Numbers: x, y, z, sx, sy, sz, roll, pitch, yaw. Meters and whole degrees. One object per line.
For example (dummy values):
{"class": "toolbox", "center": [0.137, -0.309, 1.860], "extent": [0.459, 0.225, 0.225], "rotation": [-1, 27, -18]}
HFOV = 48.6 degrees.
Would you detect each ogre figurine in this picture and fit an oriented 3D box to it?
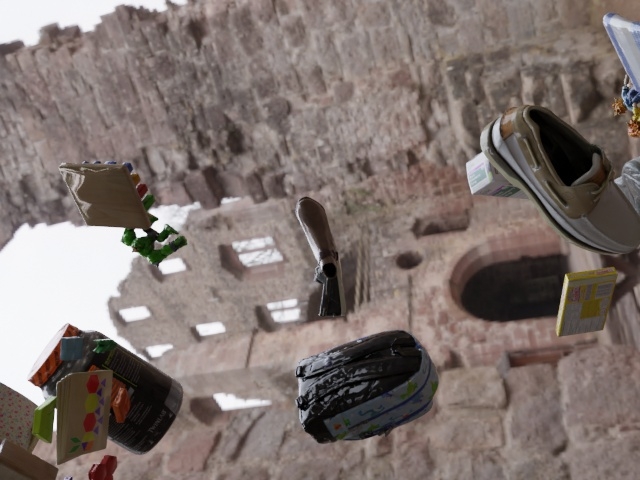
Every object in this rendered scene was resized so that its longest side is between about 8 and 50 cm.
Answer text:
{"class": "ogre figurine", "center": [-0.478, -0.007, 1.988], "extent": [0.118, 0.197, 0.097], "rotation": [-58, 7, 2]}

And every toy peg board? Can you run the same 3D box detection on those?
{"class": "toy peg board", "center": [-0.444, -0.113, 1.516], "extent": [0.079, 0.161, 0.161], "rotation": [-66, -28, -45]}

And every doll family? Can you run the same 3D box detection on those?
{"class": "doll family", "center": [0.901, -0.384, 1.986], "extent": [0.163, 0.118, 0.263], "rotation": [124, 132, -64]}

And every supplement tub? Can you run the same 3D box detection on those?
{"class": "supplement tub", "center": [-0.524, 0.359, 1.735], "extent": [0.338, 0.207, 0.207], "rotation": [39, -148, -19]}

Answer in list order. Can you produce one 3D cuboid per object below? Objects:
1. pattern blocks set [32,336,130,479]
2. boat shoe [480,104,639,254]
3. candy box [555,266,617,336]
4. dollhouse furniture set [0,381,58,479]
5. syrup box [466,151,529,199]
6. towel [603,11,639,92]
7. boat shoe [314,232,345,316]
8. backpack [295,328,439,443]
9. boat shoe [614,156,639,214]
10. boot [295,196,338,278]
{"class": "pattern blocks set", "center": [-0.488, 0.360, 1.460], "extent": [0.285, 0.026, 0.325], "rotation": [38, -124, -65]}
{"class": "boat shoe", "center": [0.381, -0.085, 1.059], "extent": [0.302, 0.103, 0.113], "rotation": [36, -113, -9]}
{"class": "candy box", "center": [0.580, 0.138, 1.552], "extent": [0.206, 0.105, 0.027], "rotation": [79, -174, -47]}
{"class": "dollhouse furniture set", "center": [-0.569, 0.361, 1.397], "extent": [0.303, 0.174, 0.355], "rotation": [44, -159, -27]}
{"class": "syrup box", "center": [0.501, -0.168, 1.823], "extent": [0.093, 0.237, 0.096], "rotation": [-40, 53, 57]}
{"class": "towel", "center": [0.611, -0.284, 1.202], "extent": [0.209, 0.034, 0.285], "rotation": [44, -174, -33]}
{"class": "boat shoe", "center": [0.019, 0.086, 1.871], "extent": [0.084, 0.079, 0.233], "rotation": [52, -148, -81]}
{"class": "backpack", "center": [0.140, 0.388, 1.925], "extent": [0.273, 0.355, 0.290], "rotation": [46, -163, -26]}
{"class": "boat shoe", "center": [0.851, -0.153, 1.863], "extent": [0.118, 0.103, 0.320], "rotation": [61, -173, 22]}
{"class": "boot", "center": [0.000, 0.000, 1.041], "extent": [0.118, 0.042, 0.087], "rotation": [57, -166, -55]}
